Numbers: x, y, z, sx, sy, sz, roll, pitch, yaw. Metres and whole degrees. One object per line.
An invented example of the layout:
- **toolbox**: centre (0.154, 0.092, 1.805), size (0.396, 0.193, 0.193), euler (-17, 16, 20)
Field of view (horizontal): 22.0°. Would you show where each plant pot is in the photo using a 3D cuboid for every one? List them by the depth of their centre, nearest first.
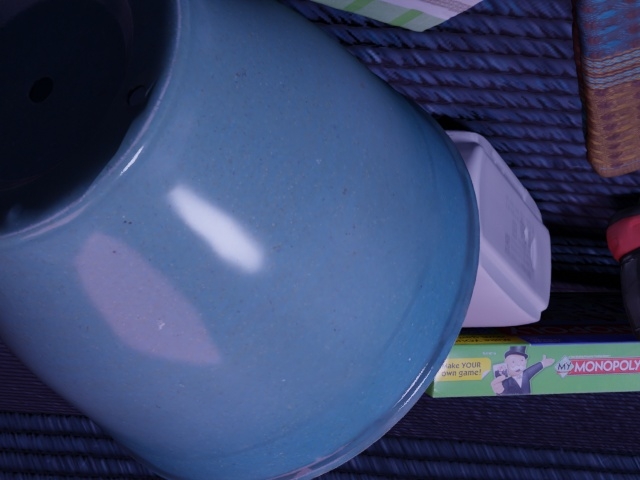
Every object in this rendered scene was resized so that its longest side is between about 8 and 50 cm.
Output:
- **plant pot**: centre (-0.088, -0.031, 0.891), size (0.271, 0.272, 0.255), euler (-5, 153, 29)

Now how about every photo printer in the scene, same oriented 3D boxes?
- **photo printer**: centre (0.000, 0.000, 1.244), size (0.307, 0.107, 0.256), euler (-2, 165, 18)

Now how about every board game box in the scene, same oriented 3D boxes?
- **board game box**: centre (0.199, 0.086, 1.429), size (0.317, 0.046, 0.213), euler (1, -172, -21)

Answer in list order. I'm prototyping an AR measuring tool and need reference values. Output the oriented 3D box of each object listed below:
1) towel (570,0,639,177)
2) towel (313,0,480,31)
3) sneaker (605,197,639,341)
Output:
- **towel**: centre (0.277, -0.124, 0.639), size (0.370, 0.040, 0.271), euler (-16, 163, 6)
- **towel**: centre (0.045, -0.149, 0.846), size (0.113, 0.023, 0.152), euler (13, 165, -26)
- **sneaker**: centre (0.358, 0.038, 1.260), size (0.276, 0.135, 0.098), euler (1, 163, 5)
